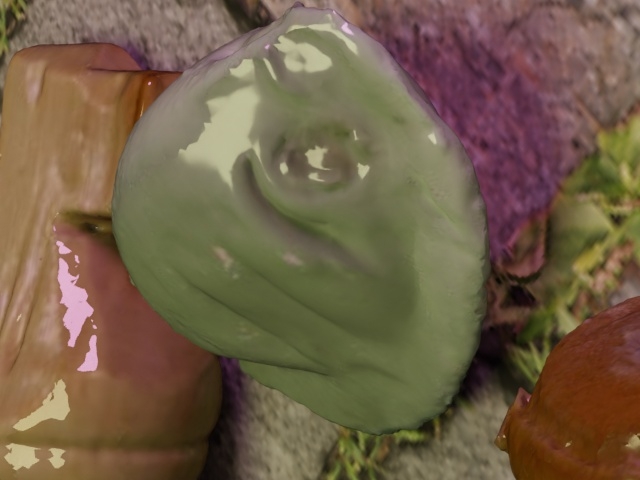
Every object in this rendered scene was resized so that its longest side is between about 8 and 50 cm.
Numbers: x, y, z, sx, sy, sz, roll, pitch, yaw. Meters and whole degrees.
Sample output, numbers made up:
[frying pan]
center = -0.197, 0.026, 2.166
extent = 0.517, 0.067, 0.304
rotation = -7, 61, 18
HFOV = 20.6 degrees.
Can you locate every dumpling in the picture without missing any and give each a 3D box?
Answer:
[dumpling]
center = 0.000, -0.014, 0.664
extent = 0.108, 0.153, 0.219
rotation = -69, 9, -28

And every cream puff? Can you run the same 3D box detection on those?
[cream puff]
center = 0.126, 0.069, 0.502
extent = 0.144, 0.126, 0.103
rotation = 1, 116, 59

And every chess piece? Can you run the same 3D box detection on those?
[chess piece]
center = -0.107, 0.058, 0.803
extent = 0.137, 0.137, 0.301
rotation = 1, 90, 50
